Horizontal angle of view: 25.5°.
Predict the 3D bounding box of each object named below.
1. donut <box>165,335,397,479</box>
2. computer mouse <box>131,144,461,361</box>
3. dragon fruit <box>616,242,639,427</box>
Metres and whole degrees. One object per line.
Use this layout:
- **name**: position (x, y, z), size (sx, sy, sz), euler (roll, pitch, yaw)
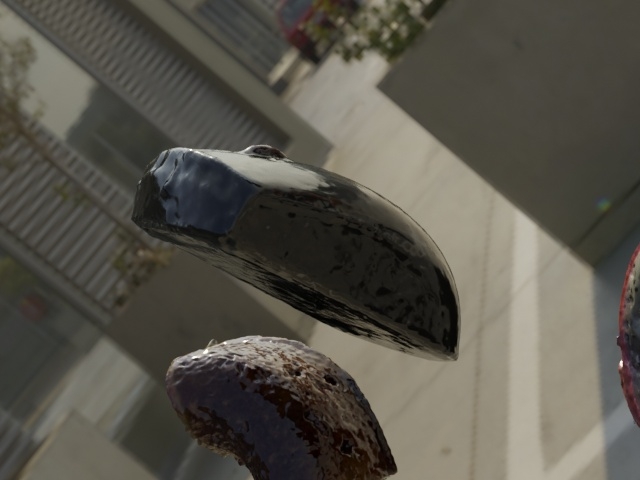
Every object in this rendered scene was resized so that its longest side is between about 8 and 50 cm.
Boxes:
- **donut**: position (-0.042, 0.149, 1.229), size (0.144, 0.187, 0.126), euler (-31, -14, 24)
- **computer mouse**: position (0.000, 0.000, 1.051), size (0.170, 0.269, 0.100), euler (7, 71, 56)
- **dragon fruit**: position (0.410, 0.068, 1.244), size (0.290, 0.189, 0.291), euler (-15, 74, 62)
